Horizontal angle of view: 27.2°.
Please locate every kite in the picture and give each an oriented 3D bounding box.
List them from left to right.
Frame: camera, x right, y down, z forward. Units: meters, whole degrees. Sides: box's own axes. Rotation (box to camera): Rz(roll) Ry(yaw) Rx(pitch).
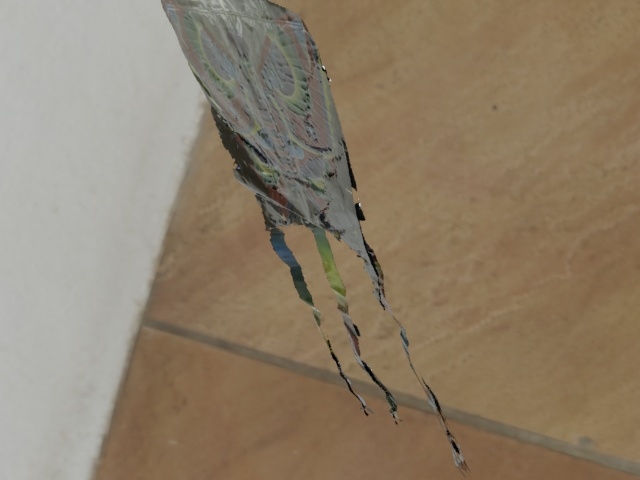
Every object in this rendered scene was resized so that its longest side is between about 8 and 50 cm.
[{"bbox_3d":[0.000,0.000,0.666,0.015,0.285,0.152,-34,27,-19],"label":"kite"}]
